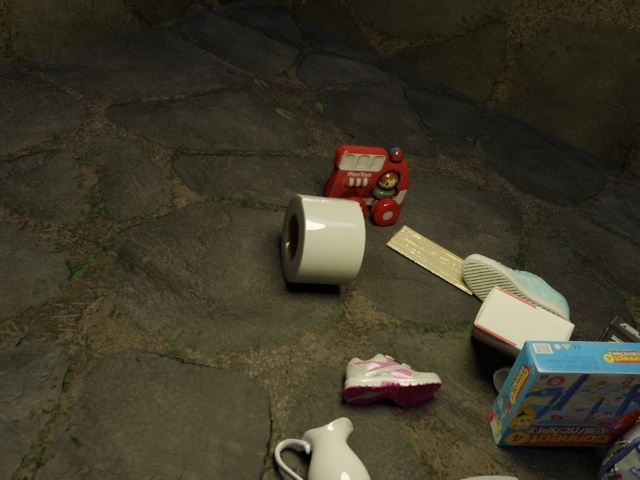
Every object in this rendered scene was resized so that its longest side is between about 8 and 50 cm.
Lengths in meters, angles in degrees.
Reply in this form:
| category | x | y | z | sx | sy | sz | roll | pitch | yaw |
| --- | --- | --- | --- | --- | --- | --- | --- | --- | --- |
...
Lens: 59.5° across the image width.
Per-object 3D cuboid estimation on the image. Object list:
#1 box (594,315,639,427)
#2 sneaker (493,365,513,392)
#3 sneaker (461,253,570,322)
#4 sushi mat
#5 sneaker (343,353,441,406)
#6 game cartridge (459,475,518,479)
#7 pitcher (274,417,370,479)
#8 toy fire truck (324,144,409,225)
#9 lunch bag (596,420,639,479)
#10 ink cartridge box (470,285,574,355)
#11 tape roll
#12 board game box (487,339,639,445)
| category | x | y | z | sx | sy | sz | roll | pitch | yaw |
| --- | --- | --- | --- | --- | --- | --- | --- | --- | --- |
| box | 0.939 | 0.425 | 1.573 | 0.395 | 0.097 | 0.318 | 40 | 40 | 24 |
| sneaker | 0.583 | 0.394 | 1.479 | 0.282 | 0.105 | 0.115 | 19 | 15 | -3 |
| sneaker | 0.603 | 0.147 | 1.739 | 0.366 | 0.135 | 0.150 | 36 | 38 | 1 |
| sushi mat | 0.377 | 0.058 | 1.827 | 0.317 | 0.019 | 0.151 | 31 | 41 | 14 |
| sneaker | 0.172 | 0.326 | 1.353 | 0.253 | 0.102 | 0.111 | 7 | 42 | -16 |
| game cartridge | 0.323 | 0.591 | 1.145 | 0.295 | 0.060 | 0.196 | -2 | 47 | -26 |
| pitcher | 0.005 | 0.469 | 1.114 | 0.178 | 0.125 | 0.207 | -12 | 34 | -6 |
| toy fire truck | 0.165 | -0.194 | 1.845 | 0.303 | 0.253 | 0.169 | -1 | 43 | -24 |
| lunch bag | 0.794 | 0.546 | 1.247 | 0.303 | 0.243 | 0.115 | 38 | 41 | 19 |
| ink cartridge box | 0.510 | 0.233 | 1.454 | 0.207 | 0.117 | 0.283 | 27 | -6 | 18 |
| tape roll | 0.000 | 0.000 | 1.553 | 0.169 | 0.246 | 0.246 | 4 | 41 | -18 |
| board game box | 0.583 | 0.360 | 1.293 | 0.309 | 0.301 | 0.086 | 2 | 41 | -5 |
